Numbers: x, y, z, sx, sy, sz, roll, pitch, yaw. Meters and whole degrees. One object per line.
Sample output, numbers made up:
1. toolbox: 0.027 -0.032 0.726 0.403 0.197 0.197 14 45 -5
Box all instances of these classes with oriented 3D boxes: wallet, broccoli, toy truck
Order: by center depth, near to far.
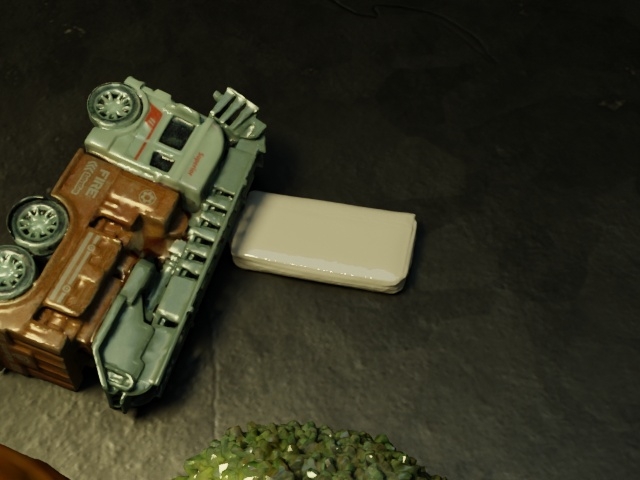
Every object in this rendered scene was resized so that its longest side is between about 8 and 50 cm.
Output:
1. broccoli: 0.008 0.247 0.668 0.260 0.235 0.288 -25 24 -16
2. toy truck: -0.176 -0.012 0.910 0.185 0.133 0.338 22 62 5
3. wallet: 0.000 0.000 0.948 0.190 0.033 0.095 8 55 7

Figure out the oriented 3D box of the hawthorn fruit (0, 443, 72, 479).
1. hawthorn fruit: -0.245 0.316 0.445 0.472 0.471 0.471 -1 56 2
